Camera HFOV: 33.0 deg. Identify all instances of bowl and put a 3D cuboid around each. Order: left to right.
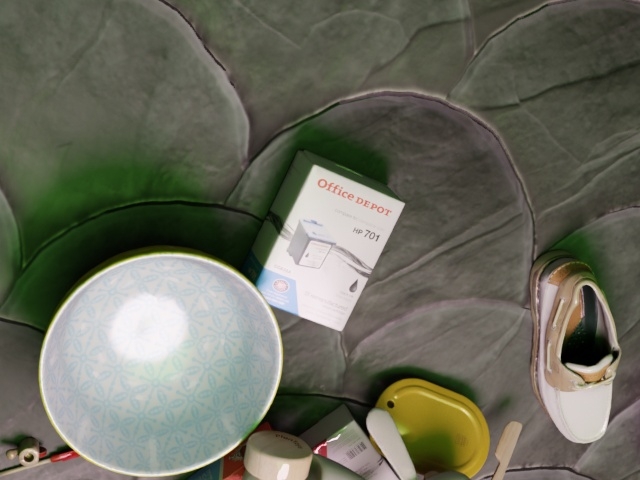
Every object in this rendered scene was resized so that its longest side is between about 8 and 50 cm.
[{"bbox_3d":[-0.203,0.127,1.336,0.290,0.156,0.289,-5,109,-14],"label":"bowl"}]

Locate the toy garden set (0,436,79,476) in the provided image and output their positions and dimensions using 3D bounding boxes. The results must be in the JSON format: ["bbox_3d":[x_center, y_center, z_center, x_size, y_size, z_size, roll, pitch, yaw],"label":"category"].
[{"bbox_3d":[-0.415,0.345,1.411,0.244,0.049,0.203,-3,109,-14],"label":"toy garden set"}]

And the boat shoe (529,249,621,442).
[{"bbox_3d":[0.363,0.168,1.531,0.113,0.103,0.302,-19,112,-8],"label":"boat shoe"}]

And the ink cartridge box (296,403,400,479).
[{"bbox_3d":[0.035,0.314,1.518,0.099,0.056,0.135,-35,113,-1],"label":"ink cartridge box"}]

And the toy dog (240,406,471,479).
[{"bbox_3d":[0.022,0.318,1.402,0.334,0.161,0.220,28,100,-28],"label":"toy dog"}]

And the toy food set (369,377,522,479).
[{"bbox_3d":[0.162,0.278,1.524,0.218,0.071,0.128,24,67,-12],"label":"toy food set"}]

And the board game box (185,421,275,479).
[{"bbox_3d":[-0.081,0.445,1.526,0.242,0.064,0.316,-36,113,-1],"label":"board game box"}]

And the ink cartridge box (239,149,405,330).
[{"bbox_3d":[0.000,0.000,1.390,0.140,0.082,0.190,22,103,-21],"label":"ink cartridge box"}]
